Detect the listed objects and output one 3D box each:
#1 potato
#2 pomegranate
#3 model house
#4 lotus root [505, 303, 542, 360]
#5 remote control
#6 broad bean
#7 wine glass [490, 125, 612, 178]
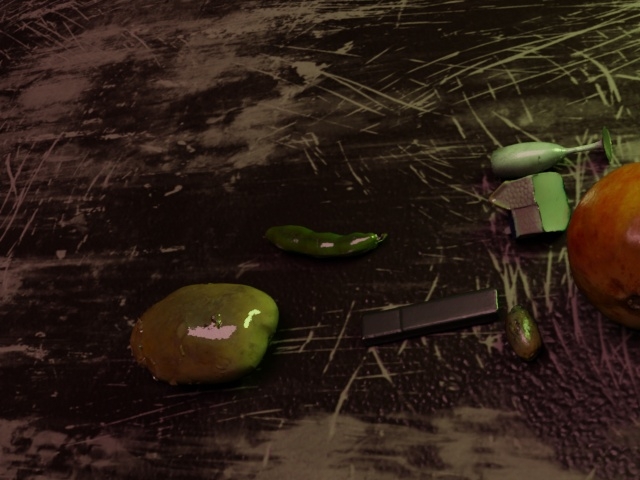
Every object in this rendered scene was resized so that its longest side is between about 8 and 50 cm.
[{"bbox_3d":[-0.214,0.165,1.922,0.296,0.141,0.191,-11,51,26],"label":"potato"},{"bbox_3d":[0.497,-0.003,1.577,0.252,0.229,0.270,6,50,41],"label":"pomegranate"},{"bbox_3d":[0.346,-0.053,1.798,0.100,0.088,0.100,-17,82,48],"label":"model house"},{"bbox_3d":[0.313,0.141,1.692,0.049,0.054,0.099,-10,52,-2],"label":"lotus root"},{"bbox_3d":[0.179,0.126,1.799,0.245,0.025,0.063,-14,57,21],"label":"remote control"},{"bbox_3d":[-0.001,0.003,1.973,0.255,0.046,0.065,3,54,30],"label":"broad bean"},{"bbox_3d":[0.390,-0.147,1.844,0.198,0.066,0.066,-9,55,26],"label":"wine glass"}]
